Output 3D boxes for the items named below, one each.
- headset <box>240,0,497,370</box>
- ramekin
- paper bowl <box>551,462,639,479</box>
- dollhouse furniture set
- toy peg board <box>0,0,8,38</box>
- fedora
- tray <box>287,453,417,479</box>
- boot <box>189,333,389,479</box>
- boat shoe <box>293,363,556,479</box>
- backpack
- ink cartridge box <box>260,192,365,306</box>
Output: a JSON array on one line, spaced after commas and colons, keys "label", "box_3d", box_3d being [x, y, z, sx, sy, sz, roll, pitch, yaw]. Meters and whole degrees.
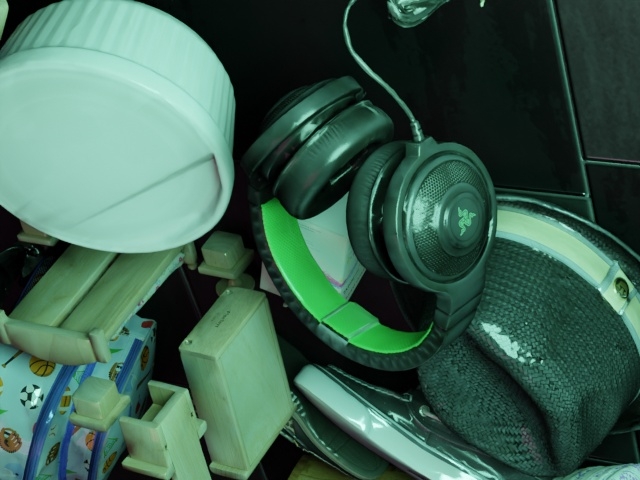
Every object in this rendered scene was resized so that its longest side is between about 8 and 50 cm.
[{"label": "headset", "box_3d": [0.063, -0.068, 1.575, 0.243, 0.185, 0.394, 34, 138, 27]}, {"label": "ramekin", "box_3d": [-0.206, -0.118, 1.732, 0.273, 0.127, 0.273, 8, 141, 7]}, {"label": "paper bowl", "box_3d": [0.291, 0.374, 1.823, 0.148, 0.284, 0.284, -11, 124, 42]}, {"label": "dollhouse furniture set", "box_3d": [-0.225, 0.132, 1.895, 0.355, 0.303, 0.174, 10, 132, 28]}, {"label": "toy peg board", "box_3d": [-0.384, -0.232, 1.748, 0.160, 0.079, 0.161, 62, 149, 24]}, {"label": "fedora", "box_3d": [0.191, 0.115, 1.717, 0.334, 0.152, 0.334, 18, 140, 15]}, {"label": "tray", "box_3d": [0.115, 0.434, 2.174, 0.203, 0.076, 0.411, 3, 132, 32]}, {"label": "boot", "box_3d": [-0.041, 0.209, 2.037, 0.236, 0.085, 0.178, 40, 143, 1]}, {"label": "boat shoe", "box_3d": [0.117, 0.200, 1.908, 0.301, 0.102, 0.108, 31, 170, 6]}, {"label": "backpack", "box_3d": [-0.313, 0.182, 2.048, 0.213, 0.263, 0.276, 21, 139, 14]}, {"label": "ink cartridge box", "box_3d": [0.000, 0.000, 1.783, 0.090, 0.092, 0.143, 22, 140, 13]}]
